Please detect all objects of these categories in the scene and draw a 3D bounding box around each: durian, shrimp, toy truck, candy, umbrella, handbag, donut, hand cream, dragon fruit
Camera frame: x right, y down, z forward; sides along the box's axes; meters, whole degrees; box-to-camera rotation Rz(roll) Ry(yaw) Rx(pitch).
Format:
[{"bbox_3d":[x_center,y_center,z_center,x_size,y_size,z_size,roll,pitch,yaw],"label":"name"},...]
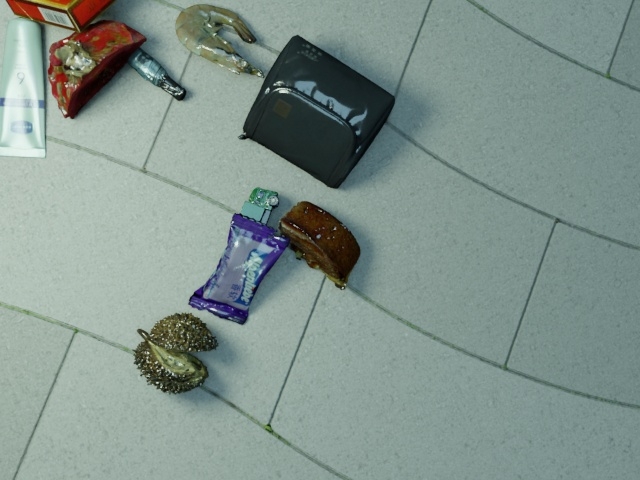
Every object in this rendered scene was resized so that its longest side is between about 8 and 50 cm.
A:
[{"bbox_3d":[-0.334,0.247,1.675,0.196,0.167,0.196,-1,75,6],"label":"durian"},{"bbox_3d":[-0.225,-0.480,1.783,0.254,0.059,0.145,26,69,2],"label":"shrimp"},{"bbox_3d":[-0.152,-0.054,1.761,0.079,0.065,0.147,23,85,-2],"label":"toy truck"},{"bbox_3d":[-0.189,0.071,1.718,0.145,0.070,0.275,25,111,-12],"label":"candy"},{"bbox_3d":[-0.420,-0.419,1.757,0.250,0.053,0.052,40,93,-4],"label":"umbrella"},{"bbox_3d":[-0.012,-0.292,1.736,0.301,0.178,0.275,32,83,-4],"label":"handbag"},{"bbox_3d":[0.009,0.002,1.748,0.186,0.144,0.126,27,61,20],"label":"donut"},{"bbox_3d":[-0.690,-0.354,1.727,0.109,0.067,0.321,2,94,-8],"label":"hand cream"},{"bbox_3d":[-0.529,-0.405,1.641,0.262,0.211,0.134,-45,101,3],"label":"dragon fruit"}]

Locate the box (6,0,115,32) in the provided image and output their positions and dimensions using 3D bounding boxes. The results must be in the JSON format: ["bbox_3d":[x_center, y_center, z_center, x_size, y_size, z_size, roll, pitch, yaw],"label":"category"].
[{"bbox_3d":[-0.575,-0.552,1.657,0.239,0.074,0.153,22,65,30],"label":"box"}]
